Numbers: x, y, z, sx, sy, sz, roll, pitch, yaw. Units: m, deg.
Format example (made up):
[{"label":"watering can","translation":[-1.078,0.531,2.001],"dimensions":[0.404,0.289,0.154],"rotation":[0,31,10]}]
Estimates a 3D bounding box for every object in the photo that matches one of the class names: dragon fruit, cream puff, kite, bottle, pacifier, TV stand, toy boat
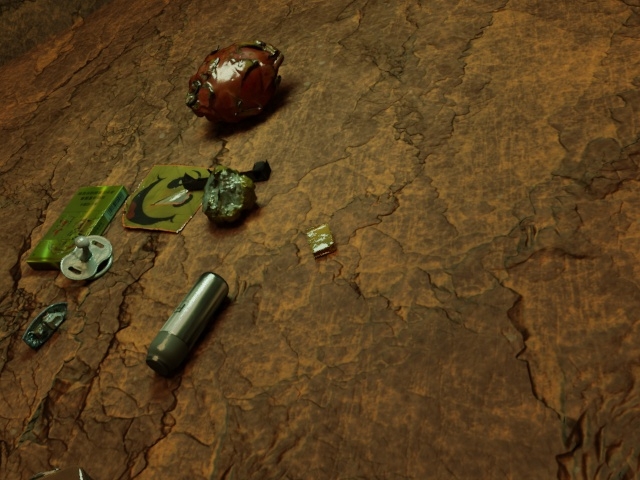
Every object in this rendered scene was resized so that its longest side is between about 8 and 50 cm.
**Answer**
[{"label":"dragon fruit","translation":[-0.259,-0.483,2.221],"dimensions":[0.250,0.250,0.315],"rotation":[19,70,40]},{"label":"cream puff","translation":[-0.238,-0.114,1.890],"dimensions":[0.156,0.156,0.121],"rotation":[-32,-3,-9]},{"label":"kite","translation":[-0.422,-0.137,2.078],"dimensions":[0.327,0.013,0.378],"rotation":[-25,40,-1]},{"label":"bottle","translation":[-0.298,0.184,1.614],"dimensions":[0.096,0.079,0.254],"rotation":[-38,17,53]},{"label":"pacifier","translation":[-0.618,0.036,1.914],"dimensions":[0.126,0.117,0.150],"rotation":[31,57,17]},{"label":"TV stand","translation":[-0.265,-0.182,2.023],"dimensions":[0.256,0.040,0.049],"rotation":[-6,43,20]},{"label":"toy boat","translation":[-0.675,0.206,1.791],"dimensions":[0.066,0.059,0.140],"rotation":[-2,42,42]}]

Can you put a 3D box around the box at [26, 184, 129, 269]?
[{"label":"box","translation":[-0.697,-0.041,2.091],"dimensions":[0.172,0.043,0.311],"rotation":[-1,46,26]}]

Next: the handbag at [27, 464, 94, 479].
[{"label":"handbag","translation":[-0.514,0.512,1.362],"dimensions":[0.193,0.072,0.151],"rotation":[-22,39,5]}]

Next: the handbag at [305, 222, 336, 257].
[{"label":"handbag","translation":[0.000,0.000,1.700],"dimensions":[0.061,0.027,0.083],"rotation":[-20,40,5]}]
